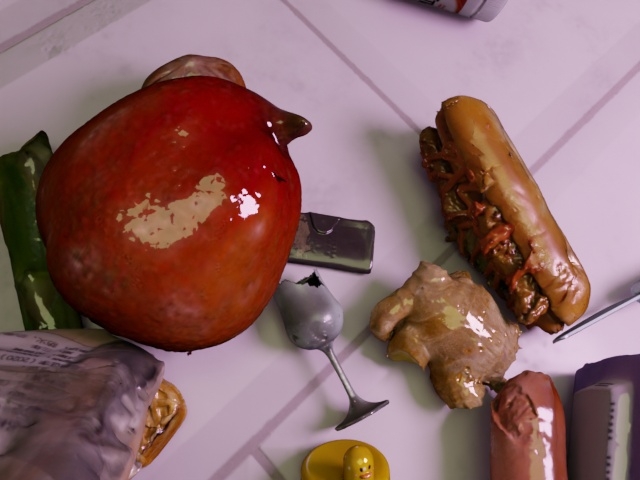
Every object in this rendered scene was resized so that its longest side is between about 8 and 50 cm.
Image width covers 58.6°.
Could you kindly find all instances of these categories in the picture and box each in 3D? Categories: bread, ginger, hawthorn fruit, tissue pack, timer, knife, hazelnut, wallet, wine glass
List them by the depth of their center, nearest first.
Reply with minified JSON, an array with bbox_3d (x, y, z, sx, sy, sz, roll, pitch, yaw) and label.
[{"bbox_3d":[-0.341,0.186,0.480,0.375,0.390,0.195,-11,97,-4],"label":"tissue pack"},{"bbox_3d":[-0.168,-0.033,0.646,0.294,0.295,0.312,18,95,-2],"label":"hawthorn fruit"},{"bbox_3d":[0.029,0.268,0.659,0.107,0.107,0.109,-6,107,-11],"label":"timer"},{"bbox_3d":[-0.214,0.215,0.678,0.083,0.044,0.111,37,71,7],"label":"bread"},{"bbox_3d":[0.008,0.134,0.725,0.079,0.079,0.196,-25,77,-16],"label":"wine glass"},{"bbox_3d":[0.177,0.127,0.740,0.216,0.102,0.157,44,73,-4],"label":"ginger"},{"bbox_3d":[-0.169,-0.179,0.774,0.150,0.150,0.151,3,70,-8],"label":"hazelnut"},{"bbox_3d":[0.426,0.086,0.796,0.331,0.080,0.044,-18,77,-23],"label":"knife"},{"bbox_3d":[0.000,0.000,0.803,0.156,0.018,0.082,10,69,-4],"label":"wallet"}]

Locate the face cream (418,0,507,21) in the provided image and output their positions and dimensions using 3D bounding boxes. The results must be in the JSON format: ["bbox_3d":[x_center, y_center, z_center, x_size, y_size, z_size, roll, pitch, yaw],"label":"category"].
[{"bbox_3d":[0.220,-0.475,0.910,0.187,0.201,0.201,17,69,-3],"label":"face cream"}]

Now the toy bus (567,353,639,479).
[{"bbox_3d":[0.408,0.343,0.645,0.249,0.209,0.440,16,70,-2],"label":"toy bus"}]

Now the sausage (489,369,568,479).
[{"bbox_3d":[0.233,0.354,0.630,0.094,0.094,0.419,7,65,0],"label":"sausage"}]

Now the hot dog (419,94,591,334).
[{"bbox_3d":[0.234,-0.031,0.784,0.117,0.158,0.349,-24,79,-3],"label":"hot dog"}]

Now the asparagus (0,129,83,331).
[{"bbox_3d":[-0.349,0.018,0.712,0.085,0.082,0.343,4,66,-50],"label":"asparagus"}]
